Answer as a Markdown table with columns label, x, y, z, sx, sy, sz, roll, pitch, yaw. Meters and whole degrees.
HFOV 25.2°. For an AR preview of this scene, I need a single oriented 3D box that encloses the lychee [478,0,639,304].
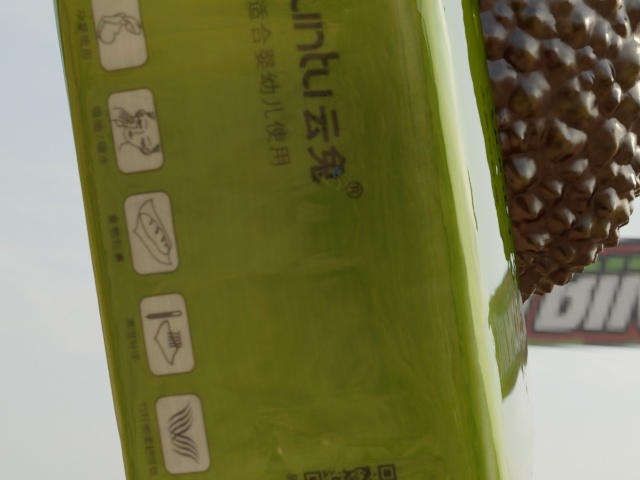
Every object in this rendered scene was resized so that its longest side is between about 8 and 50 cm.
| label | x | y | z | sx | sy | sz | roll | pitch | yaw |
| --- | --- | --- | --- | --- | --- | --- | --- | --- | --- |
| lychee | 0.113 | -0.091 | 0.927 | 0.271 | 0.271 | 0.271 | 6 | -14 | 1 |

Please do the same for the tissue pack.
| label | x | y | z | sx | sy | sz | roll | pitch | yaw |
| --- | --- | --- | --- | --- | --- | --- | --- | --- | --- |
| tissue pack | 0.000 | 0.000 | 0.631 | 0.167 | 0.274 | 0.200 | -6 | 5 | 10 |
